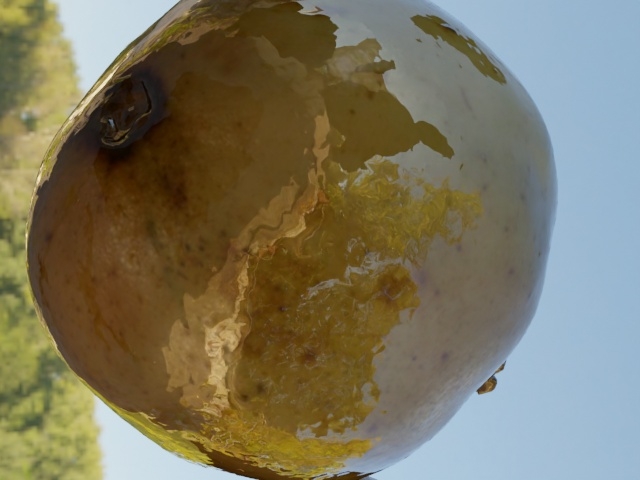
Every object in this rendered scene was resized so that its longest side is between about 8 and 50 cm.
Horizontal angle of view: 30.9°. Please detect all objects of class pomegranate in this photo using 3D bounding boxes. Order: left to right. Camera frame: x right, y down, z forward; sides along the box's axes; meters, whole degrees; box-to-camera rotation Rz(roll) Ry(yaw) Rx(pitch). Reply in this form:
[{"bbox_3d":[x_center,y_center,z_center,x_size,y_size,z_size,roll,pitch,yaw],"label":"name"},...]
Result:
[{"bbox_3d":[0.000,0.000,0.410,0.196,0.196,0.196,177,-90,-71],"label":"pomegranate"}]

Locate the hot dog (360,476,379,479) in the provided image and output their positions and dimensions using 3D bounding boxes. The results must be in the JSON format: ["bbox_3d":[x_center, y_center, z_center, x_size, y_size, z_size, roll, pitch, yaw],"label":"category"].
[{"bbox_3d":[-0.047,0.347,0.864,0.367,0.196,0.365,-62,180,12],"label":"hot dog"}]
